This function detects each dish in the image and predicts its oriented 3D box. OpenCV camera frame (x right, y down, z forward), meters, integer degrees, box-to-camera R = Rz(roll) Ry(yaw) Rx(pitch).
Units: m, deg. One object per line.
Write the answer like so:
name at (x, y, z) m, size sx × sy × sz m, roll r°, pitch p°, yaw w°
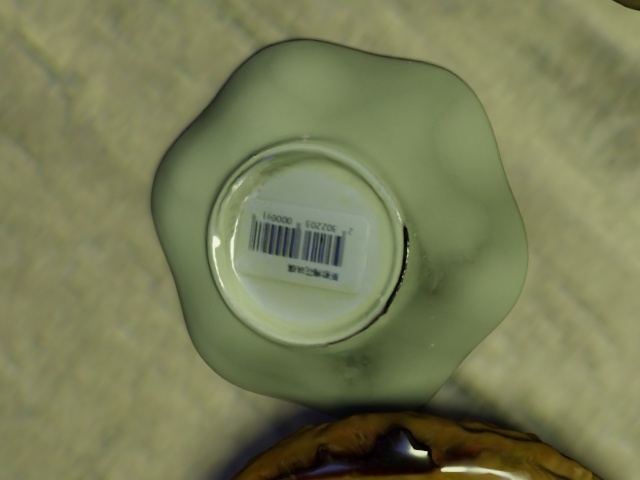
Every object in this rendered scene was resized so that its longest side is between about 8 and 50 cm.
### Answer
dish at (0.000, 0.000, 0.739) m, size 0.190 × 0.066 × 0.191 m, roll 2°, pitch 97°, yaw 14°

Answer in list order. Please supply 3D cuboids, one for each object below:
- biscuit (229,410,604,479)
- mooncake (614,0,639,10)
biscuit at (0.045, 0.217, 0.747) m, size 0.296 × 0.075 × 0.296 m, roll 3°, pitch 102°, yaw 14°
mooncake at (0.196, -0.188, 0.638) m, size 0.228 × 0.124 × 0.228 m, roll 4°, pitch 101°, yaw 19°
